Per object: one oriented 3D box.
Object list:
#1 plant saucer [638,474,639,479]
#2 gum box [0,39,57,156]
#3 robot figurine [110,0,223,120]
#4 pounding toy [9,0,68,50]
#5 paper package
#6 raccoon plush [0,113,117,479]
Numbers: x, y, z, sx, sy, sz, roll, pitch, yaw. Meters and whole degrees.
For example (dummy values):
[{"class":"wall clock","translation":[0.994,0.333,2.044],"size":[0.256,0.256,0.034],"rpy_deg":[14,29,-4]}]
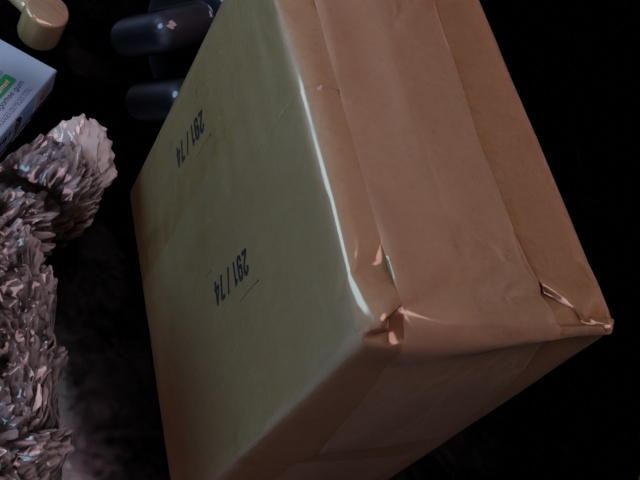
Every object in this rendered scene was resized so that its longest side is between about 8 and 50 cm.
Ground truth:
[{"class":"plant saucer","translation":[0.354,0.392,0.727],"size":[0.333,0.081,0.332],"rpy_deg":[30,50,-9]},{"class":"gum box","translation":[-0.337,-0.128,0.748],"size":[0.184,0.041,0.157],"rpy_deg":[29,50,-6]},{"class":"robot figurine","translation":[-0.046,-0.182,0.852],"size":[0.278,0.209,0.173],"rpy_deg":[-21,57,-36]},{"class":"pounding toy","translation":[-0.302,-0.154,0.693],"size":[0.206,0.094,0.181],"rpy_deg":[2,59,-26]},{"class":"paper package","translation":[0.000,0.000,0.651],"size":[0.168,0.325,0.309],"rpy_deg":[2,58,-27]},{"class":"raccoon plush","translation":[-0.171,0.101,0.585],"size":[0.299,0.216,0.446],"rpy_deg":[44,48,-5]}]
